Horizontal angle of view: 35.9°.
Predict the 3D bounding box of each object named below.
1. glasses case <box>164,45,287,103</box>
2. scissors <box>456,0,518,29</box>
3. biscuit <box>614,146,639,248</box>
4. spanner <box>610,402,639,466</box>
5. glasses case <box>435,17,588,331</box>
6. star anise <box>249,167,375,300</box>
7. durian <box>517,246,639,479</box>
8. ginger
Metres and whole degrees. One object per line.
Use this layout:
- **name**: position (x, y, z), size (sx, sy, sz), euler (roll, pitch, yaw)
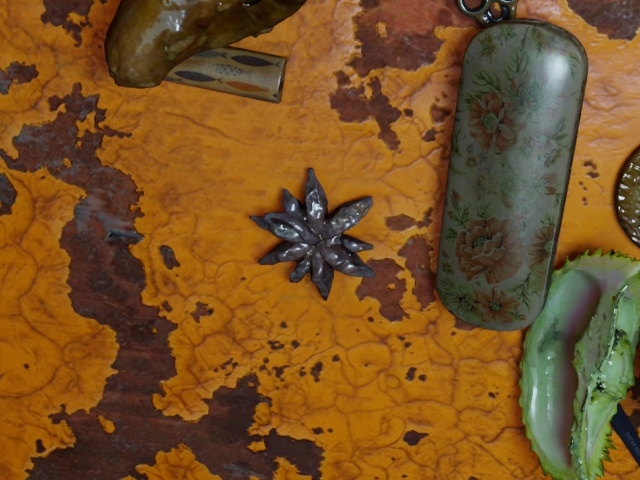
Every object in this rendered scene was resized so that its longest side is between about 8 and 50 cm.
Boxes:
- **glasses case**: position (-0.134, -0.233, 1.348), size (0.170, 0.041, 0.065), euler (13, 111, 6)
- **scissors**: position (0.245, -0.241, 1.290), size (0.088, 0.017, 0.220), euler (-16, 107, 15)
- **biscuit**: position (0.487, -0.059, 1.310), size (0.188, 0.027, 0.188), euler (3, 110, 8)
- **spanner**: position (0.469, 0.313, 1.464), size (0.046, 0.012, 0.208), euler (-29, 103, 20)
- **glasses case**: position (0.245, -0.077, 1.297), size (0.156, 0.098, 0.425), euler (13, 117, 19)
- **star anise**: position (0.000, 0.000, 1.400), size (0.195, 0.065, 0.182), euler (-40, 101, 17)
- **durian**: position (0.352, 0.171, 1.344), size (0.157, 0.169, 0.355), euler (9, 106, 12)
- **ginger**: position (-0.141, -0.317, 1.260), size (0.321, 0.172, 0.165), euler (-29, 140, 20)
